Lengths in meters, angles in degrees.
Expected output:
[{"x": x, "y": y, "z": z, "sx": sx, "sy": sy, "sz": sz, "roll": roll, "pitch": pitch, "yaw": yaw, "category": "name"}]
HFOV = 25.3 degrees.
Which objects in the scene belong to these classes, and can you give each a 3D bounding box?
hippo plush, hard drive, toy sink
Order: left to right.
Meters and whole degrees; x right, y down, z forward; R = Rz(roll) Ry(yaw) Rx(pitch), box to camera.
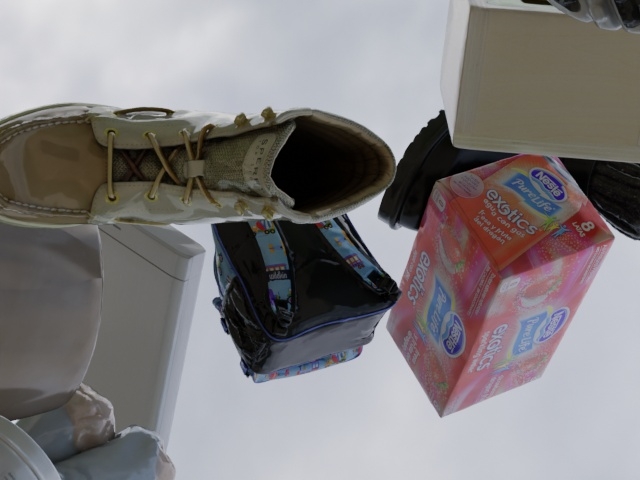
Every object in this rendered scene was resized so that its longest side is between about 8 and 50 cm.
[{"x": -0.248, "y": 0.240, "z": 1.242, "sx": 0.234, "sy": 0.294, "sz": 0.236, "roll": -63, "pitch": -172, "yaw": -7, "category": "hippo plush"}, {"x": -0.271, "y": 0.112, "z": 1.850, "sx": 0.233, "sy": 0.047, "sz": 0.353, "roll": 31, "pitch": -55, "yaw": 27, "category": "hard drive"}, {"x": 0.227, "y": -0.155, "z": 1.205, "sx": 0.152, "sy": 0.234, "sz": 0.131, "roll": -88, "pitch": -177, "yaw": -65, "category": "toy sink"}]

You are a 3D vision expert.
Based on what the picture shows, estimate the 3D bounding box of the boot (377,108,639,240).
[{"x": 0.259, "y": -0.065, "z": 1.638, "sx": 0.260, "sy": 0.348, "sz": 0.131, "roll": 37, "pitch": -38, "yaw": 23, "category": "boot"}]

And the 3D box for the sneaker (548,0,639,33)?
[{"x": 0.260, "y": -0.203, "z": 0.881, "sx": 0.292, "sy": 0.110, "sz": 0.118, "roll": -2, "pitch": -149, "yaw": 36, "category": "sneaker"}]

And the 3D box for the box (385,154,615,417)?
[{"x": 0.195, "y": 0.052, "z": 1.611, "sx": 0.142, "sy": 0.154, "sz": 0.300, "roll": 59, "pitch": -26, "yaw": 28, "category": "box"}]

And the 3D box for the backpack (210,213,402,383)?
[{"x": -0.032, "y": 0.029, "z": 1.353, "sx": 0.173, "sy": 0.158, "sz": 0.117, "roll": 60, "pitch": -32, "yaw": 24, "category": "backpack"}]

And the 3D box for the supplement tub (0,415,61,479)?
[{"x": -0.195, "y": 0.149, "z": 0.747, "sx": 0.071, "sy": 0.071, "sz": 0.107, "roll": 7, "pitch": -142, "yaw": 43, "category": "supplement tub"}]

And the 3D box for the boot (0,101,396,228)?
[{"x": -0.081, "y": -0.043, "z": 0.825, "sx": 0.165, "sy": 0.213, "sz": 0.077, "roll": 5, "pitch": -84, "yaw": 53, "category": "boot"}]

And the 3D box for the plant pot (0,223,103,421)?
[{"x": -0.339, "y": 0.037, "z": 1.140, "sx": 0.323, "sy": 0.280, "sz": 0.323, "roll": -18, "pitch": -111, "yaw": 56, "category": "plant pot"}]
